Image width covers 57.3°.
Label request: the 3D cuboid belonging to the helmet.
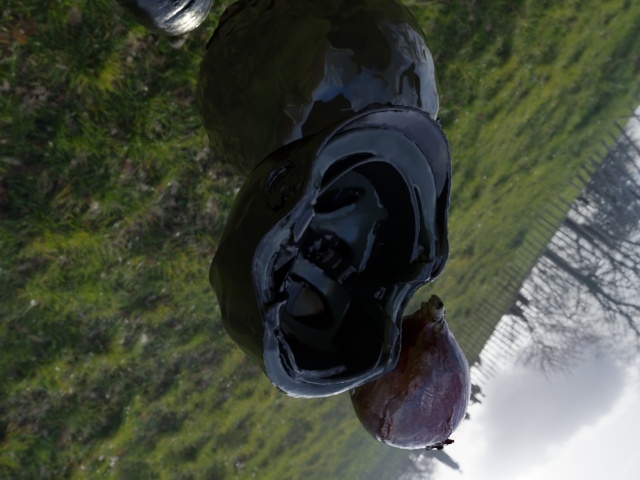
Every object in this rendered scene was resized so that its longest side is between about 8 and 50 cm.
[{"bbox_3d":[0.000,0.000,0.619,0.224,0.177,0.306,26,85,-40],"label":"helmet"}]

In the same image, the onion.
[{"bbox_3d":[0.114,0.154,0.721,0.159,0.159,0.195,-44,148,-58],"label":"onion"}]

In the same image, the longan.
[{"bbox_3d":[-0.004,-0.223,0.929,0.391,0.391,0.391,-53,174,-8],"label":"longan"}]

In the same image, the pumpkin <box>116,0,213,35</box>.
[{"bbox_3d":[-0.281,-0.521,1.085,0.248,0.248,0.248,-53,174,-8],"label":"pumpkin"}]
